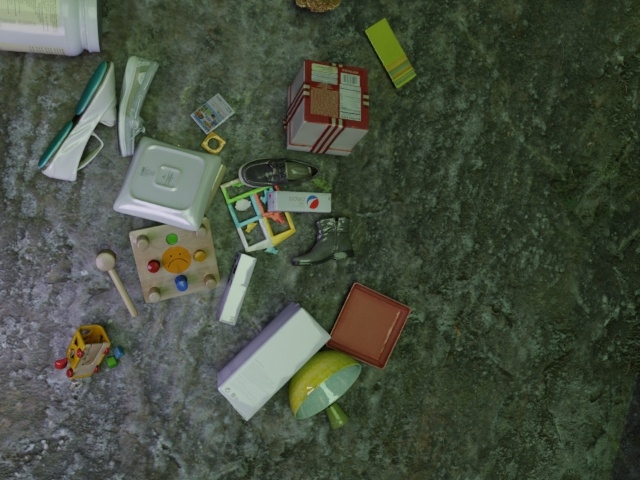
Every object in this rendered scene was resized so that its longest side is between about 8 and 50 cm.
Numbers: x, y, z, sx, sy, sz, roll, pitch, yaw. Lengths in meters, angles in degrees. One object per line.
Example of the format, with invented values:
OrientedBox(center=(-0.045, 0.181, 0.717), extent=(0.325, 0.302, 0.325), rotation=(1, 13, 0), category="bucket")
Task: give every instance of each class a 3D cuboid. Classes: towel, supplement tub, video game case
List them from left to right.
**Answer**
OrientedBox(center=(-0.807, -0.658, 1.647), extent=(0.324, 0.235, 0.236), rotation=(0, 96, -17), category="supplement tub")
OrientedBox(center=(-0.359, -0.422, 1.909), extent=(0.122, 0.011, 0.087), rotation=(-41, 88, -9), category="video game case")
OrientedBox(center=(0.254, -0.676, 2.077), extent=(0.102, 0.021, 0.237), rotation=(-36, 104, -16), category="towel")

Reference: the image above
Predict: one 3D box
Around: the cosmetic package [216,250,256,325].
OrientedBox(center=(-0.289, 0.160, 1.959), extent=(0.060, 0.099, 0.239), rotation=(18, 90, -15), category="cosmetic package")

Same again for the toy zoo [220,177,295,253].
OrientedBox(center=(-0.209, -0.089, 1.992), extent=(0.192, 0.030, 0.293), rotation=(-24, 102, -13), category="toy zoo")

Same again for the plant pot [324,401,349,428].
OrientedBox(center=(0.054, 0.643, 2.127), extent=(0.083, 0.083, 0.079), rotation=(-32, 91, -11), category="plant pot")

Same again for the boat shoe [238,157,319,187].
OrientedBox(center=(-0.135, -0.234, 1.937), extent=(0.285, 0.092, 0.103), rotation=(-4, 91, -31), category="boat shoe")

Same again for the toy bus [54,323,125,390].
OrientedBox(center=(-0.758, 0.359, 1.835), extent=(0.202, 0.191, 0.104), rotation=(-30, 60, -12), category="toy bus")

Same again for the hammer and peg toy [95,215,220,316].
OrientedBox(center=(-0.518, 0.078, 1.850), extent=(0.361, 0.127, 0.266), rotation=(-13, 112, -15), category="hammer and peg toy")

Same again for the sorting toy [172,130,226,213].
OrientedBox(center=(-0.432, -0.206, 1.893), extent=(0.195, 0.047, 0.348), rotation=(24, 88, -9), category="sorting toy")

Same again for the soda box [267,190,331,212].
OrientedBox(center=(-0.072, -0.132, 1.982), extent=(0.216, 0.074, 0.069), rotation=(0, 90, -29), category="soda box")

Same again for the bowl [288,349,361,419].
OrientedBox(center=(-0.014, 0.478, 2.026), extent=(0.289, 0.289, 0.156), rotation=(-37, 63, -10), category="bowl")

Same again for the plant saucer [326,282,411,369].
OrientedBox(center=(0.175, 0.317, 2.140), extent=(0.259, 0.047, 0.259), rotation=(26, 88, -17), category="plant saucer")

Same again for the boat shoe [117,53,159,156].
OrientedBox(center=(-0.580, -0.420, 1.805), extent=(0.103, 0.118, 0.321), rotation=(8, 84, -20), category="boat shoe")

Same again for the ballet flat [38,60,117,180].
OrientedBox(center=(-0.717, -0.358, 1.776), extent=(0.139, 0.139, 0.400), rotation=(32, 90, -17), category="ballet flat")

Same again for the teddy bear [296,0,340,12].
OrientedBox(center=(-0.004, -0.932, 1.939), extent=(0.245, 0.113, 0.338), rotation=(-15, 92, -21), category="teddy bear")

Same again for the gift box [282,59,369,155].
OrientedBox(center=(0.025, -0.445, 1.915), extent=(0.254, 0.258, 0.277), rotation=(9, 73, -15), category="gift box")

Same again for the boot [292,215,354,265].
OrientedBox(center=(0.000, 0.000, 2.048), extent=(0.246, 0.083, 0.161), rotation=(-12, 92, -21), category="boot")

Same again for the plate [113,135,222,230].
OrientedBox(center=(-0.481, -0.191, 1.810), extent=(0.277, 0.045, 0.278), rotation=(14, 69, -2), category="plate")

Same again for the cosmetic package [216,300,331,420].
OrientedBox(center=(-0.165, 0.396, 1.955), extent=(0.385, 0.217, 0.156), rotation=(-42, 98, -6), category="cosmetic package")
